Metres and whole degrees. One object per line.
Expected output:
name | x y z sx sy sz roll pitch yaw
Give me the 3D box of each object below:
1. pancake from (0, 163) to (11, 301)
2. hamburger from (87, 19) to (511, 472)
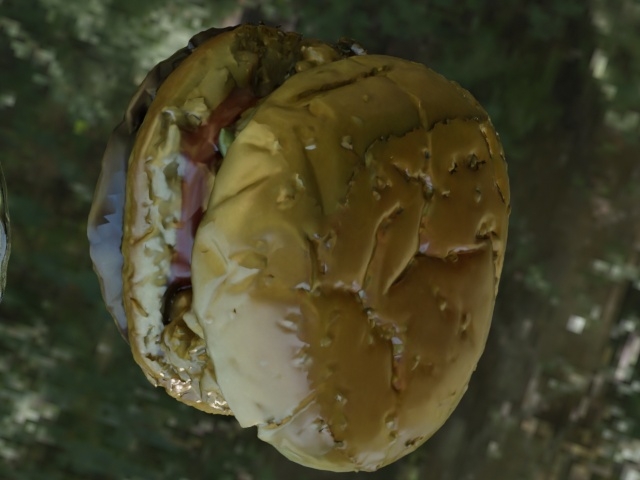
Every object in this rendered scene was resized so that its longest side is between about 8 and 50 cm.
pancake | -0.281 -0.013 1.339 0.029 0.212 0.235 -11 164 -43
hamburger | 0.000 0.000 1.106 0.244 0.244 0.163 18 -179 -43
